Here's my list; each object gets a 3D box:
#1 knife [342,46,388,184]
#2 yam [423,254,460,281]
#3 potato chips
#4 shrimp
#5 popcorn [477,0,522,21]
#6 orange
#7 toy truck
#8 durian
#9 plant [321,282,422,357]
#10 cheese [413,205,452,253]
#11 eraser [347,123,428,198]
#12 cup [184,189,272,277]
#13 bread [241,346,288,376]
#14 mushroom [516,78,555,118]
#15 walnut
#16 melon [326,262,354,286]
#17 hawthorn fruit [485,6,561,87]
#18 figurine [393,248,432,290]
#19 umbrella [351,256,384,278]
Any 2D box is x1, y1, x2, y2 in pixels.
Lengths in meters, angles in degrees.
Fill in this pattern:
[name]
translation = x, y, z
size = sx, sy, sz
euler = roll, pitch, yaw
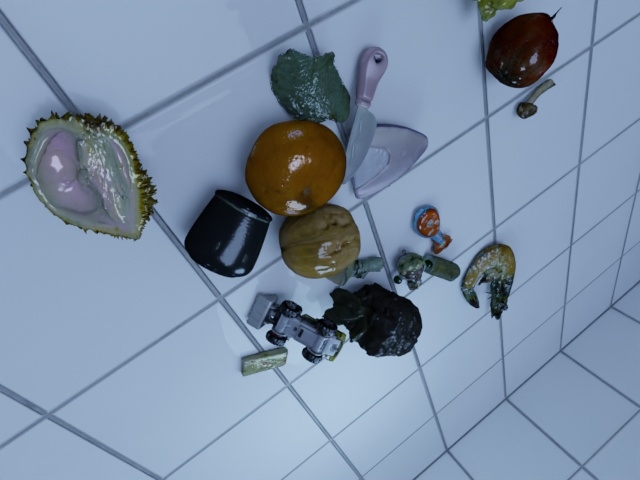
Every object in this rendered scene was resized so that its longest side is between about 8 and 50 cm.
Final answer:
[knife]
translation = 0.106, -0.304, 1.019
size = 0.081, 0.043, 0.336
euler = 6, 105, -26
[yam]
translation = 0.444, 0.102, 1.502
size = 0.179, 0.078, 0.078
euler = 16, 107, -39
[potato chips]
translation = -0.006, -0.350, 0.937
size = 0.228, 0.059, 0.167
euler = -7, 126, -30
[shrimp]
translation = 0.729, 0.208, 1.755
size = 0.272, 0.085, 0.445
euler = -28, 127, -10
[popcorn]
translation = 0.432, -0.669, 0.946
size = 0.212, 0.259, 0.259
euler = 31, 98, -16
[orange]
translation = -0.058, -0.168, 0.941
size = 0.240, 0.171, 0.240
euler = -19, 134, -21
[toy truck]
translation = -0.066, 0.252, 1.191
size = 0.286, 0.111, 0.136
euler = 27, 104, 4
[durian]
translation = -0.417, -0.125, 0.759
size = 0.183, 0.138, 0.250
euler = -14, 120, 10
[plant]
translation = 0.171, 0.250, 1.321
size = 0.312, 0.215, 0.213
euler = 29, 95, -38
[cheese]
translation = 0.390, -0.034, 1.408
size = 0.106, 0.037, 0.256
euler = -46, 131, 1
[eraser]
translation = 0.188, -0.244, 1.132
size = 0.243, 0.059, 0.204
euler = -22, 126, -17
[cup]
translation = -0.202, -0.017, 0.964
size = 0.176, 0.169, 0.223
euler = -64, 165, 5
[bread]
translation = -0.178, 0.386, 1.295
size = 0.153, 0.028, 0.068
euler = -6, 122, -29
[mushroom]
translation = 0.726, -0.476, 1.353
size = 0.187, 0.061, 0.060
euler = -45, 127, -7
[walnut]
translation = 0.000, 0.000, 1.069
size = 0.221, 0.195, 0.195
euler = -16, 125, -28
[melon]
translation = 0.062, 0.037, 1.219
size = 0.139, 0.093, 0.202
euler = 18, 77, -66
[hawthorn fruit]
translation = 0.581, -0.544, 1.132
size = 0.235, 0.181, 0.181
euler = -47, 132, 5
[figurine]
translation = 0.321, 0.112, 1.414
size = 0.147, 0.093, 0.197
euler = -28, 131, 1
[umbrella]
translation = 0.140, 0.088, 1.302
size = 0.143, 0.067, 0.062
euler = -15, 154, -33
